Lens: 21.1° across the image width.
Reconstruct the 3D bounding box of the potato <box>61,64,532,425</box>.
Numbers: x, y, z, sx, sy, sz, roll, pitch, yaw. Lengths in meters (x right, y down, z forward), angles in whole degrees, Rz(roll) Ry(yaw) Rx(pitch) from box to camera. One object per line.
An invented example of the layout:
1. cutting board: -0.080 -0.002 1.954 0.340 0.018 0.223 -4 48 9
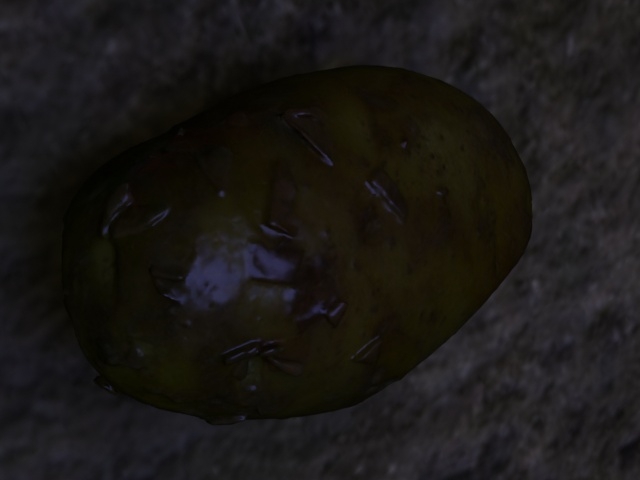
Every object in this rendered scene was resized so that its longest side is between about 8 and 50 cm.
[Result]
1. potato: 0.000 0.000 0.900 0.298 0.141 0.176 -17 122 -33
